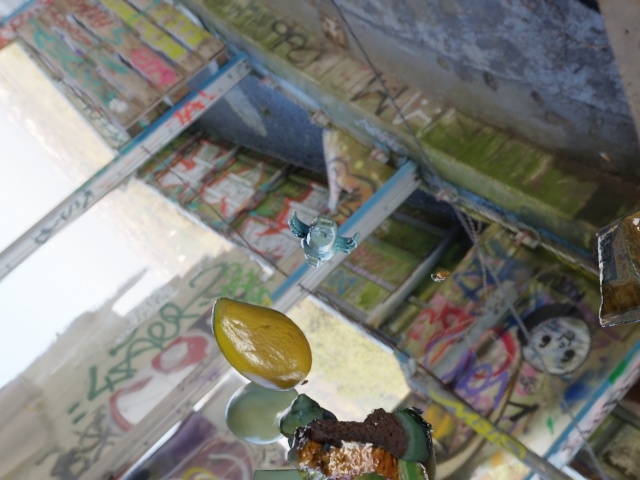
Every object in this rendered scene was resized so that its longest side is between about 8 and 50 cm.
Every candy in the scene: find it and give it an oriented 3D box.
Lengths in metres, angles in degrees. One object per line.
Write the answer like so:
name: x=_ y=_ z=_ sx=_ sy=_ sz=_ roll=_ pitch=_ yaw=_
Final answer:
candy: x=0.674 y=0.066 z=1.465 sx=0.101 sy=0.272 sz=0.143 roll=26 pitch=144 yaw=-22

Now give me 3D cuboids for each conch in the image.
conch: x=-0.021 y=0.455 z=1.541 sx=0.181 sy=0.124 sz=0.187 roll=48 pitch=-164 yaw=-8

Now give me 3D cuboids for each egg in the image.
egg: x=-0.170 y=0.504 z=1.955 sx=0.186 sy=0.253 sz=0.187 roll=43 pitch=-143 yaw=-46

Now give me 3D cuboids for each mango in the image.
mango: x=-0.135 y=0.245 z=1.565 sx=0.316 sy=0.177 sz=0.119 roll=39 pitch=160 yaw=-24

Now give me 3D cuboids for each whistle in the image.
whistle: x=0.000 y=0.000 z=1.743 sx=0.186 sy=0.093 sz=0.274 roll=19 pitch=159 yaw=1

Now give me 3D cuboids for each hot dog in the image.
hot dog: x=0.411 y=0.123 z=2.259 sx=0.122 sy=0.049 sz=0.037 roll=-1 pitch=-119 yaw=-63

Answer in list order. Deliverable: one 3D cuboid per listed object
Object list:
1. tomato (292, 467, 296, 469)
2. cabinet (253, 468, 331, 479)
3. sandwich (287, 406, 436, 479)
tomato: x=-0.004 y=0.718 z=2.171 sx=0.082 sy=0.174 sz=0.166 roll=58 pitch=165 yaw=-8
cabinet: x=-0.081 y=0.747 z=1.878 sx=0.206 sy=0.150 sz=0.145 roll=-9 pitch=137 yaw=22
sandwich: x=0.082 y=0.439 z=1.326 sx=0.300 sy=0.162 sz=0.250 roll=5 pitch=-172 yaw=-5
